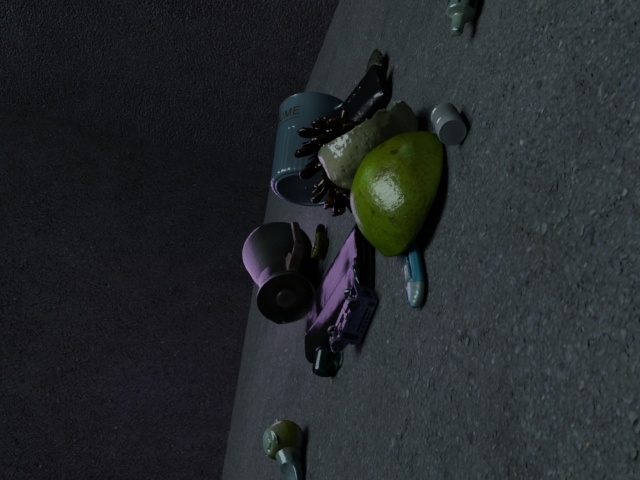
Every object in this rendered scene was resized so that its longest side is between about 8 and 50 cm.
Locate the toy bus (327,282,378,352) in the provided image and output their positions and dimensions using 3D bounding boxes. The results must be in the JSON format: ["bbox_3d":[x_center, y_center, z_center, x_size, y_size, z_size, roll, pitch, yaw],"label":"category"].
[{"bbox_3d":[0.075,0.191,1.600,0.073,0.076,0.167,-104,33,-65],"label":"toy bus"}]

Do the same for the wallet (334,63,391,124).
[{"bbox_3d":[0.119,-0.409,2.041,0.250,0.044,0.149,-45,45,44],"label":"wallet"}]

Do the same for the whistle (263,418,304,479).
[{"bbox_3d":[-0.084,0.586,1.864,0.223,0.123,0.122,60,138,44],"label":"whistle"}]

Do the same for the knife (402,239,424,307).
[{"bbox_3d":[0.182,0.051,1.365,0.222,0.032,0.064,-89,19,-52],"label":"knife"}]

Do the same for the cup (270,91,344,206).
[{"bbox_3d":[0.002,-0.302,2.277,0.256,0.331,0.311,57,-144,-58],"label":"cup"}]

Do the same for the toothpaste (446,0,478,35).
[{"bbox_3d":[0.326,-0.606,1.445,0.099,0.061,0.391,139,147,-71],"label":"toothpaste"}]

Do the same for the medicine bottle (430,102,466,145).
[{"bbox_3d":[0.252,-0.230,1.324,0.089,0.057,0.057,-93,21,-58],"label":"medicine bottle"}]

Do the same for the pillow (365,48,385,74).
[{"bbox_3d":[0.168,-0.500,2.084,0.093,0.051,0.241,147,136,-65],"label":"pillow"}]

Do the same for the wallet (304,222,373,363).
[{"bbox_3d":[0.045,0.147,1.828,0.406,0.062,0.228,117,163,-47],"label":"wallet"}]

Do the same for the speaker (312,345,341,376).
[{"bbox_3d":[0.025,0.317,1.766,0.095,0.060,0.075,-11,59,38],"label":"speaker"}]

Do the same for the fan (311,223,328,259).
[{"bbox_3d":[0.000,0.000,2.294,0.155,0.039,0.082,-86,15,-49],"label":"fan"}]

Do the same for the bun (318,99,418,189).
[{"bbox_3d":[0.125,-0.212,1.596,0.259,0.152,0.259,-30,5,3],"label":"bun"}]

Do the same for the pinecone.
[{"bbox_3d":[0.045,-0.218,1.897,0.244,0.244,0.309,140,132,-71],"label":"pinecone"}]

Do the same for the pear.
[{"bbox_3d":[0.148,-0.085,1.412,0.239,0.139,0.288,-102,35,-56],"label":"pear"}]

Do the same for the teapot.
[{"bbox_3d":[-0.126,0.088,2.314,0.344,0.254,0.300,-109,34,-58],"label":"teapot"}]
